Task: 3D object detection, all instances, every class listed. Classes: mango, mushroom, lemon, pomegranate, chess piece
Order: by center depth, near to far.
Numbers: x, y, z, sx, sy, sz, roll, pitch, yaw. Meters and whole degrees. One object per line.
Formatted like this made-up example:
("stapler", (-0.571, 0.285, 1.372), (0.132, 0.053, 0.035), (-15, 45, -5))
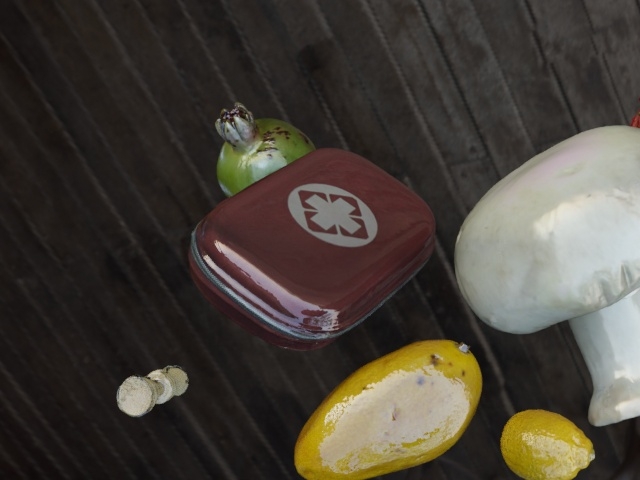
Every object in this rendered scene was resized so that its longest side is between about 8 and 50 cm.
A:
("mango", (0.075, 0.195, 1.032), (0.227, 0.109, 0.147), (-31, 137, -7))
("mushroom", (0.295, 0.021, 1.138), (0.315, 0.356, 0.315), (18, 166, 5))
("chess piece", (-0.247, 0.223, 1.442), (0.060, 0.172, 0.060), (0, 92, 13))
("pomegranate", (-0.109, -0.141, 1.632), (0.210, 0.179, 0.179), (41, 131, -17))
("lemon", (0.432, 0.397, 1.818), (0.187, 0.142, 0.142), (6, 128, 34))

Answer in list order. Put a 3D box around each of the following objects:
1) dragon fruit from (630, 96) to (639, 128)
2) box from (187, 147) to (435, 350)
("dragon fruit", (0.581, -0.141, 1.398), (0.241, 0.252, 0.240), (-12, 121, -21))
("box", (0.000, 0.000, 1.340), (0.263, 0.404, 0.108), (35, 128, 15))
